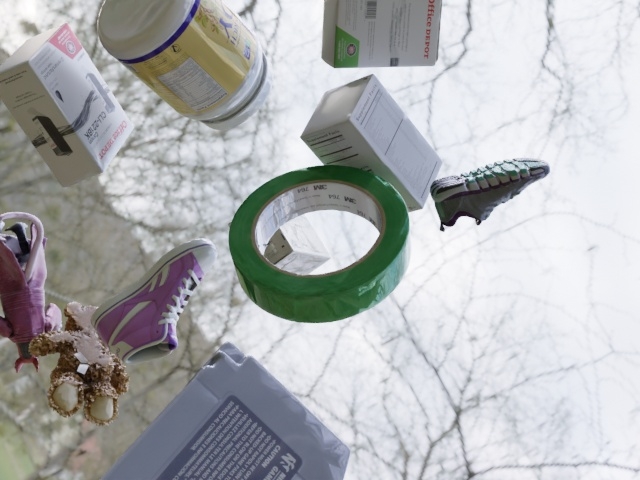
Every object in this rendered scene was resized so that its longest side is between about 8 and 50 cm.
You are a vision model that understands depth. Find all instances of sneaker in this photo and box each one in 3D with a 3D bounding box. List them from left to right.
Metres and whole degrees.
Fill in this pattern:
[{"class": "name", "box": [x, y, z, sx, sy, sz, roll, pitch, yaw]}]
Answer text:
[{"class": "sneaker", "box": [-0.284, 0.128, 1.817, 0.161, 0.282, 0.102, 43, -12, 33]}, {"class": "sneaker", "box": [0.313, -0.085, 1.734, 0.083, 0.223, 0.098, -106, -177, -68]}]

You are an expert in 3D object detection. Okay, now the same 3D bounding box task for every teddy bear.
[{"class": "teddy bear", "box": [-0.558, 0.298, 2.215, 0.113, 0.245, 0.338, -58, -136, 30]}]

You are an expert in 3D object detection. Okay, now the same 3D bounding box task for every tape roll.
[{"class": "tape roll", "box": [0.000, 0.000, 1.682, 0.321, 0.321, 0.077, 47, -22, 38]}]

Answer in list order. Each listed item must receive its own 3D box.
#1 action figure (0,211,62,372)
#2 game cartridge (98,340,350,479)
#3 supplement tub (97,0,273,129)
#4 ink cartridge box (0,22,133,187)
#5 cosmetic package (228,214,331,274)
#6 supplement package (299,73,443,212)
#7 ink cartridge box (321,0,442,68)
[{"class": "action figure", "box": [-0.699, 0.132, 2.269, 0.275, 0.248, 0.370, -19, -100, 48]}, {"class": "game cartridge", "box": [-0.105, 0.255, 0.867, 0.196, 0.294, 0.060, 42, -37, 2]}, {"class": "supplement tub", "box": [-0.271, -0.401, 1.971, 0.241, 0.241, 0.331, 44, 3, 42]}, {"class": "ink cartridge box", "box": [-0.529, -0.278, 1.963, 0.273, 0.114, 0.197, 61, 26, -28]}, {"class": "cosmetic package", "box": [-0.098, 0.003, 2.422, 0.160, 0.113, 0.309, 58, 12, 14]}, {"class": "supplement package", "box": [0.102, -0.176, 1.830, 0.134, 0.139, 0.244, -13, -51, 44]}, {"class": "ink cartridge box", "box": [0.121, -0.429, 1.879, 0.092, 0.219, 0.160, -131, -139, -62]}]
